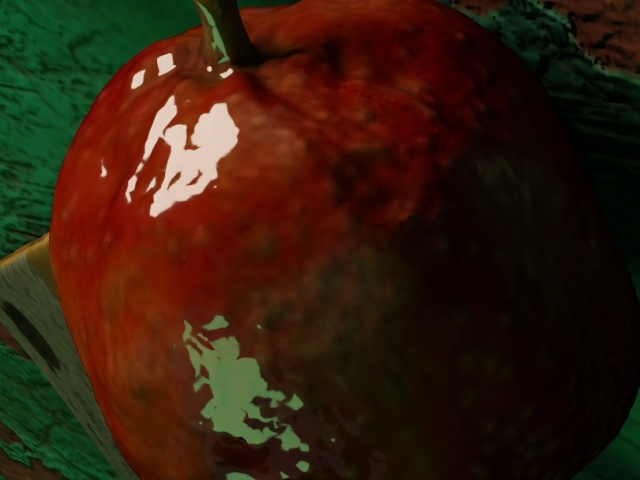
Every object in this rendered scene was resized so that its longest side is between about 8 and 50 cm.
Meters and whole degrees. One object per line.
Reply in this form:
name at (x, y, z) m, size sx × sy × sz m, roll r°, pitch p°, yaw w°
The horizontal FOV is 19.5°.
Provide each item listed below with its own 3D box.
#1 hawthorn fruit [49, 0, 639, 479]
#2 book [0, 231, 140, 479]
hawthorn fruit at (0.000, 0.000, 0.652) m, size 0.205 × 0.205 × 0.253 m, roll 5°, pitch 131°, yaw 47°
book at (-0.065, 0.105, 0.944) m, size 0.269 × 0.032 × 0.389 m, roll 53°, pitch 162°, yaw -6°
